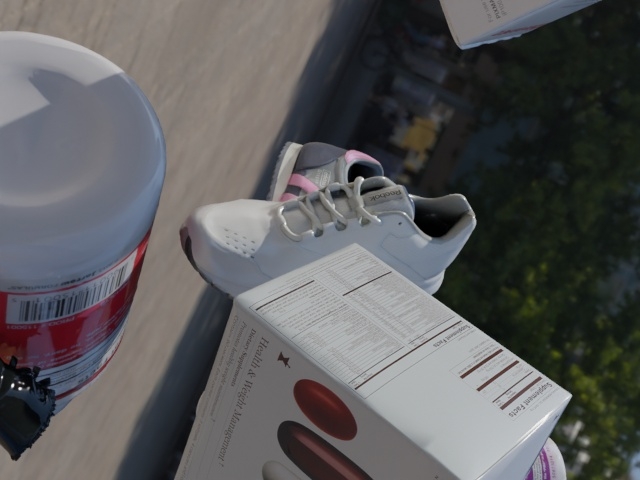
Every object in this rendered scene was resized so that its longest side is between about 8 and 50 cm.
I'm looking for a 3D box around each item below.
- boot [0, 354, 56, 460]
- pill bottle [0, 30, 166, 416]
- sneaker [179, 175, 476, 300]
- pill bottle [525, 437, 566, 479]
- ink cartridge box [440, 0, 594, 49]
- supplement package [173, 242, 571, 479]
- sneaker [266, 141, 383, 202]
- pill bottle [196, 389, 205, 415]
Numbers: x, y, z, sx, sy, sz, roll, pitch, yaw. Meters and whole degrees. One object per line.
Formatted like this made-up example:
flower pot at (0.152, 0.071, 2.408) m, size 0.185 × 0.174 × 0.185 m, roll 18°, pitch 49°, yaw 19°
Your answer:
boot at (-0.269, 0.140, 0.861) m, size 0.099 × 0.045 × 0.121 m, roll 55°, pitch 40°, yaw -36°
pill bottle at (-0.282, 0.021, 0.997) m, size 0.229 × 0.229 × 0.408 m, roll -64°, pitch -179°, yaw -36°
sneaker at (0.012, -0.013, 1.004) m, size 0.129 × 0.297 × 0.111 m, roll -52°, pitch -132°, yaw 44°
pill bottle at (0.238, 0.387, 1.783) m, size 0.169 × 0.301 × 0.169 m, roll -32°, pitch -127°, yaw 57°
ink cartridge box at (0.256, -0.284, 0.961) m, size 0.283 × 0.117 × 0.207 m, roll -20°, pitch -177°, yaw 31°
supplement package at (0.030, 0.149, 0.785) m, size 0.149 × 0.203 × 0.194 m, roll -24°, pitch 142°, yaw -48°
sneaker at (0.000, 0.000, 1.252) m, size 0.112 × 0.131 × 0.319 m, roll 84°, pitch 12°, yaw -48°
pill bottle at (-0.093, 0.234, 1.442) m, size 0.112 × 0.112 × 0.186 m, roll -65°, pitch -166°, yaw -15°
